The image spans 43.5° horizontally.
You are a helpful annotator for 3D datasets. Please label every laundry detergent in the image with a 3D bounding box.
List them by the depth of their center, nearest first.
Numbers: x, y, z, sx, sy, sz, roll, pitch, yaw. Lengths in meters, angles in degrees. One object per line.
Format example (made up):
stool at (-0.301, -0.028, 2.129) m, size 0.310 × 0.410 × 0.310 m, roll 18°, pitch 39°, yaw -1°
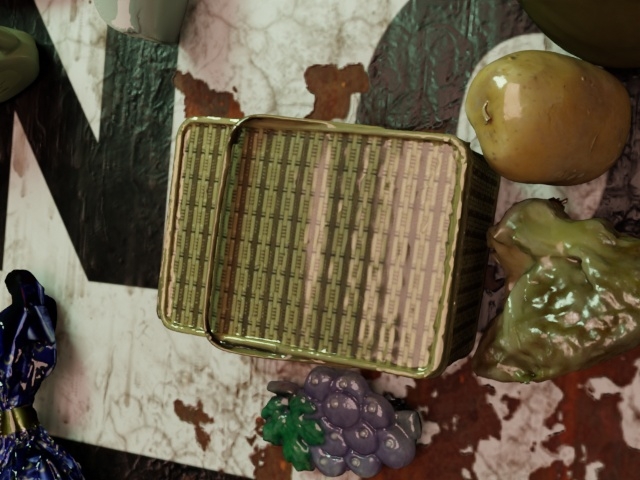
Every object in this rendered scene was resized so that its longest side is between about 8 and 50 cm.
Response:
laundry detergent at (-0.472, -0.227, 0.953) m, size 0.181 × 0.253 × 0.091 m, roll -13°, pitch 84°, yaw 21°

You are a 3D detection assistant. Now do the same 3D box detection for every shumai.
shumai at (0.214, 0.034, 0.728) m, size 0.209 × 0.161 × 0.153 m, roll -28°, pitch 82°, yaw 37°

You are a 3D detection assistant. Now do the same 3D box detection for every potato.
potato at (0.208, -0.108, 0.729) m, size 0.109 × 0.178 × 0.118 m, roll -7°, pitch 78°, yaw 57°

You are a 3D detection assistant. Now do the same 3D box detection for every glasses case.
glasses case at (-0.180, -0.375, 0.904) m, size 0.083 × 0.128 × 0.308 m, roll 13°, pitch 94°, yaw 13°

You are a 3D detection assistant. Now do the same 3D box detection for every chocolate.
chocolate at (-0.364, 0.204, 0.982) m, size 0.148 × 0.126 × 0.343 m, roll -33°, pitch 69°, yaw 61°

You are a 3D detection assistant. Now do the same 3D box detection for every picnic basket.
picnic basket at (0.000, 0.000, 0.802) m, size 0.313 × 0.175 × 0.228 m, roll 9°, pitch 93°, yaw 22°

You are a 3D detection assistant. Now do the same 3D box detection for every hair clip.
hair clip at (0.018, 0.193, 0.867) m, size 0.195 × 0.052 × 0.124 m, roll -9°, pitch 91°, yaw 28°

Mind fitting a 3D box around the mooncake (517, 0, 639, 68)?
mooncake at (0.336, -0.357, 0.633) m, size 0.467 × 0.262 × 0.467 m, roll -1°, pitch 86°, yaw 22°
